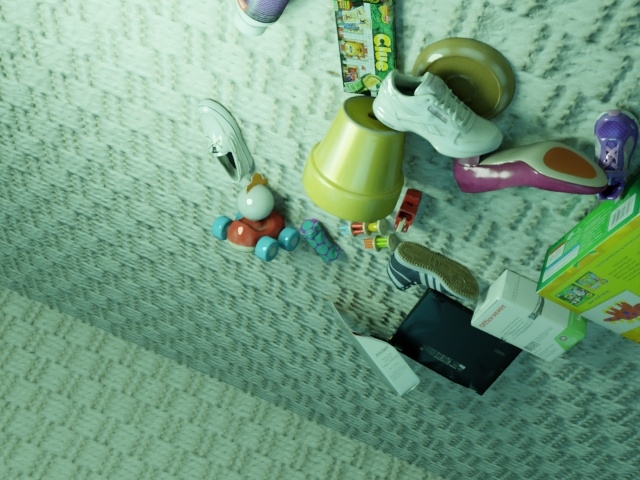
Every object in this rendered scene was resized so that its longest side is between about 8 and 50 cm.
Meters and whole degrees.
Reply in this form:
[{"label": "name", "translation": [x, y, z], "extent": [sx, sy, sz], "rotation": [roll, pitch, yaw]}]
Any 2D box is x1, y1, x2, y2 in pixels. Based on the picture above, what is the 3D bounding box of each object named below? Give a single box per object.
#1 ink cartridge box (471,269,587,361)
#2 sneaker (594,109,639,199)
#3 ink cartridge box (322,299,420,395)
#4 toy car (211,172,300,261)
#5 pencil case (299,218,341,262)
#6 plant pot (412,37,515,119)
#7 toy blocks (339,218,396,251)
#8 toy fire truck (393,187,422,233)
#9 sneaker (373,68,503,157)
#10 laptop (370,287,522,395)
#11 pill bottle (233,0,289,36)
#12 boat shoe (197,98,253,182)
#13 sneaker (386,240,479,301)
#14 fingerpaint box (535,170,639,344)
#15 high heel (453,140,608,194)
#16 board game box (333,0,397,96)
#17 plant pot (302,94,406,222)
[{"label": "ink cartridge box", "translation": [0.616, 0.225, 2.139], "extent": [0.272, 0.115, 0.198], "rotation": [25, 145, -1]}, {"label": "sneaker", "translation": [0.644, -0.179, 1.593], "extent": [0.095, 0.105, 0.236], "rotation": [9, 142, 24]}, {"label": "ink cartridge box", "translation": [0.163, 0.337, 2.468], "extent": [0.385, 0.091, 0.308], "rotation": [54, 173, -1]}, {"label": "toy car", "translation": [-0.186, -0.094, 2.196], "extent": [0.219, 0.210, 0.238], "rotation": [25, 119, 28]}, {"label": "pencil case", "translation": [0.000, 0.000, 2.268], "extent": [0.152, 0.070, 0.064], "rotation": [52, 171, -36]}, {"label": "plant pot", "translation": [0.318, -0.349, 1.631], "extent": [0.236, 0.032, 0.236], "rotation": [17, 146, 12]}, {"label": "toy blocks", "translation": [0.140, -0.014, 2.171], "extent": [0.148, 0.054, 0.123], "rotation": [-3, 136, 35]}, {"label": "toy fire truck", "translation": [0.232, -0.066, 1.971], "extent": [0.047, 0.135, 0.192], "rotation": [21, 146, 5]}, {"label": "sneaker", "translation": [0.267, -0.285, 1.617], "extent": [0.305, 0.114, 0.152], "rotation": [21, 147, 5]}, {"label": "laptop", "translation": [0.426, 0.343, 2.505], "extent": [0.382, 0.236, 0.408], "rotation": [29, 117, -7]}, {"label": "pill bottle", "translation": [-0.122, -0.540, 1.582], "extent": [0.108, 0.108, 0.193], "rotation": [32, 145, -10]}, {"label": "boat shoe", "translation": [-0.281, -0.276, 2.052], "extent": [0.096, 0.088, 0.268], "rotation": [6, 142, 27]}, {"label": "sneaker", "translation": [0.332, 0.116, 2.187], "extent": [0.282, 0.099, 0.153], "rotation": [30, 144, -1]}, {"label": "fingerpaint box", "translation": [0.808, 0.061, 1.751], "extent": [0.371, 0.163, 0.445], "rotation": [26, 149, -1]}, {"label": "high heel", "translation": [0.481, -0.142, 1.686], "extent": [0.377, 0.127, 0.181], "rotation": [30, 144, 37]}, {"label": "board game box", "translation": [0.107, -0.437, 1.649], "extent": [0.136, 0.030, 0.260], "rotation": [10, 144, 17]}, {"label": "plant pot", "translation": [0.102, -0.214, 1.782], "extent": [0.254, 0.254, 0.239], "rotation": [22, 130, 4]}]
